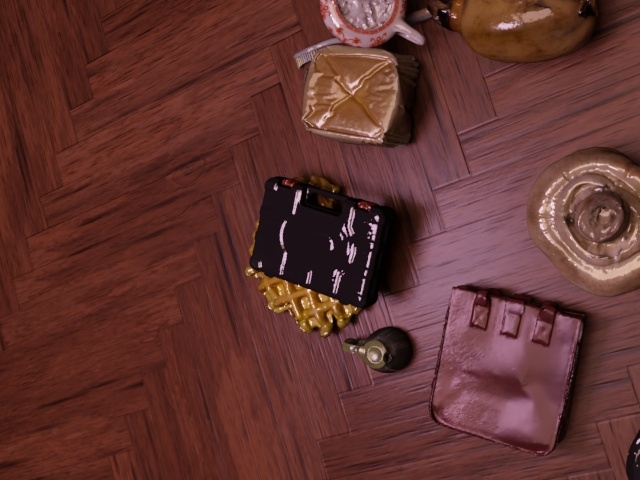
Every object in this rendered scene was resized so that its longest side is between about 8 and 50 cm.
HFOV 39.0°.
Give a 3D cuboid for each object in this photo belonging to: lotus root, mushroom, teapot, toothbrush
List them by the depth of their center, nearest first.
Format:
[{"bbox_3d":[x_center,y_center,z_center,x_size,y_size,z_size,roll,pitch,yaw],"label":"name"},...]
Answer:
[{"bbox_3d":[0.468,-0.030,1.497,0.260,0.234,0.253,-8,92,29],"label":"mushroom"},{"bbox_3d":[0.334,-0.403,1.593,0.310,0.183,0.182,2,93,31],"label":"lotus root"},{"bbox_3d":[0.091,-0.434,1.687,0.246,0.116,0.159,26,82,-3],"label":"teapot"},{"bbox_3d":[0.109,0.224,1.787,0.124,0.091,0.092,-21,81,27],"label":"teapot"},{"bbox_3d":[0.106,-0.414,1.796,0.375,0.028,0.037,-14,91,29],"label":"toothbrush"}]

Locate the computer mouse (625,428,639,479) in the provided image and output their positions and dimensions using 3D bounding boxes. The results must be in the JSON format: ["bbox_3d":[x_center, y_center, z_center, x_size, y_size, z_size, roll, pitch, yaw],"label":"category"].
[{"bbox_3d":[0.646,0.392,1.493,0.269,0.100,0.170,32,109,19],"label":"computer mouse"}]

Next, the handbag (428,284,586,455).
[{"bbox_3d":[0.342,0.233,1.664,0.260,0.084,0.275,11,97,29],"label":"handbag"}]

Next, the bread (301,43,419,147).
[{"bbox_3d":[0.081,-0.282,1.767,0.210,0.110,0.192,8,94,25],"label":"bread"}]

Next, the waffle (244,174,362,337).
[{"bbox_3d":[-0.019,0.034,1.868,0.312,0.060,0.307,40,112,22],"label":"waffle"}]

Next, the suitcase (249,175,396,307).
[{"bbox_3d":[0.000,0.000,1.784,0.286,0.066,0.206,18,102,29],"label":"suitcase"}]
